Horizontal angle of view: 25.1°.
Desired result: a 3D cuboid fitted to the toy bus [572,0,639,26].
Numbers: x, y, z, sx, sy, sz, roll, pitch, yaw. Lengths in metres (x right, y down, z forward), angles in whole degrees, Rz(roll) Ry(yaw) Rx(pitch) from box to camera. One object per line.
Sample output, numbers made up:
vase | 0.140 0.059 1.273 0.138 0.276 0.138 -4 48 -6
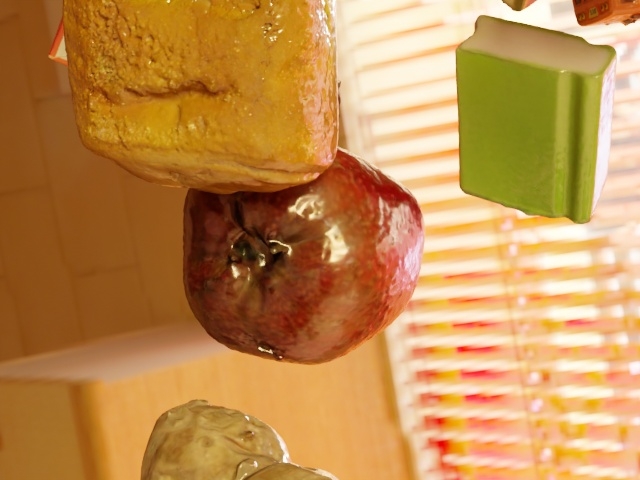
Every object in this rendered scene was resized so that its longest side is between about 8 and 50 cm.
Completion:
toy bus | 0.507 -0.381 1.968 0.329 0.153 0.143 -10 180 -16

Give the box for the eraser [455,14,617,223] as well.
eraser | 0.292 -0.160 1.963 0.210 0.274 0.092 17 -129 24

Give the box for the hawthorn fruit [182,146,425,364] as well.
hawthorn fruit | 0.000 0.000 1.792 0.285 0.284 0.369 -7 -172 39

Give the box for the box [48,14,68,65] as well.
box | -0.155 -0.370 1.968 0.319 0.348 0.257 20 -161 -13

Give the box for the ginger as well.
ginger | -0.061 0.297 1.446 0.176 0.256 0.375 -8 -174 -38

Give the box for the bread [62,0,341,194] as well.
bread | -0.146 -0.215 1.567 0.328 0.337 0.148 7 -165 22

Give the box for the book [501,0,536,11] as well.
book | 0.241 -0.345 1.077 0.239 0.035 0.352 -38 156 -19
